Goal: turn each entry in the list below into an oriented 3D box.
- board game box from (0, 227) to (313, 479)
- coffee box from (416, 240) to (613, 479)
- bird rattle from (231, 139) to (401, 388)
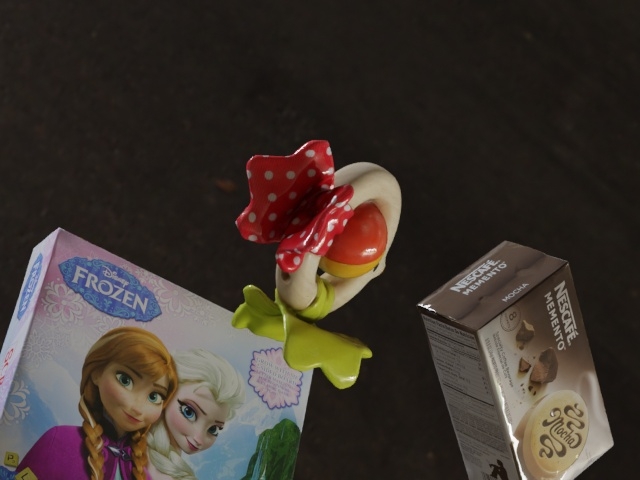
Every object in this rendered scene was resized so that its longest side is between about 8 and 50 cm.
[{"bbox_3d":[-0.172,0.193,1.491,0.319,0.066,0.318,27,54,-25],"label":"board game box"},{"bbox_3d":[0.252,0.174,1.948,0.168,0.297,0.119,-33,31,-27],"label":"coffee box"},{"bbox_3d":[0.000,0.000,1.470,0.143,0.253,0.207,23,40,31],"label":"bird rattle"}]
